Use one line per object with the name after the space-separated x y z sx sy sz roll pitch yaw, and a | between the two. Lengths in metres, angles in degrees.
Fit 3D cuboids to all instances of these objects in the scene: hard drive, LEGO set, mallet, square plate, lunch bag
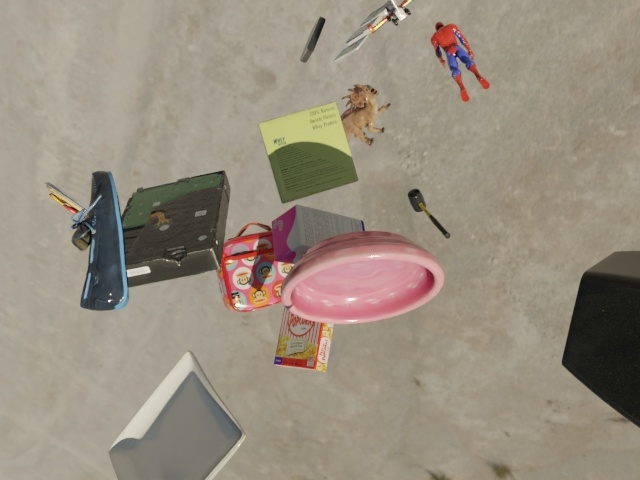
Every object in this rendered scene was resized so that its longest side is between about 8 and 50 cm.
-0.022 -0.549 1.525 0.022 0.094 0.135 21 -179 -11 | hard drive
0.129 -0.449 1.065 0.060 0.182 0.244 48 148 -23 | LEGO set
0.286 -0.059 1.439 0.039 0.190 0.062 -31 138 2 | mallet
-0.353 0.498 1.352 0.049 0.344 0.347 40 178 -42 | square plate
-0.174 0.070 1.703 0.120 0.293 0.258 -10 93 63 | lunch bag
-0.325 -0.032 1.218 0.236 0.339 0.064 -12 125 2 | hard drive

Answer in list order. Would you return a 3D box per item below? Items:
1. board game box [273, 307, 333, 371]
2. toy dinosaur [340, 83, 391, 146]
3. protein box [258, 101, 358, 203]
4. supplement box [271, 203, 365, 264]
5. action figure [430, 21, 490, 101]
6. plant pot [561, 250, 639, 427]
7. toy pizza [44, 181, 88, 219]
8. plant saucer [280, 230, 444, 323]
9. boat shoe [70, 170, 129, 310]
-0.035 0.217 1.360 0.146 0.194 0.045 -7 156 44 | board game box
0.132 -0.458 2.042 0.200 0.127 0.295 26 128 -28 | toy dinosaur
-0.033 -0.216 1.403 0.136 0.199 0.201 -153 47 -84 | protein box
0.000 0.000 1.379 0.220 0.114 0.111 11 152 -39 | supplement box
0.383 -0.488 1.529 0.091 0.281 0.139 -28 149 21 | action figure
0.398 0.107 0.652 0.166 0.187 0.188 20 115 40 | plant pot
-0.601 -0.077 1.382 0.201 0.032 0.201 32 169 7 | toy pizza
0.082 0.076 1.139 0.331 0.084 0.332 -5 151 -3 | plant saucer
-0.386 -0.007 0.955 0.088 0.258 0.109 -6 153 -18 | boat shoe
